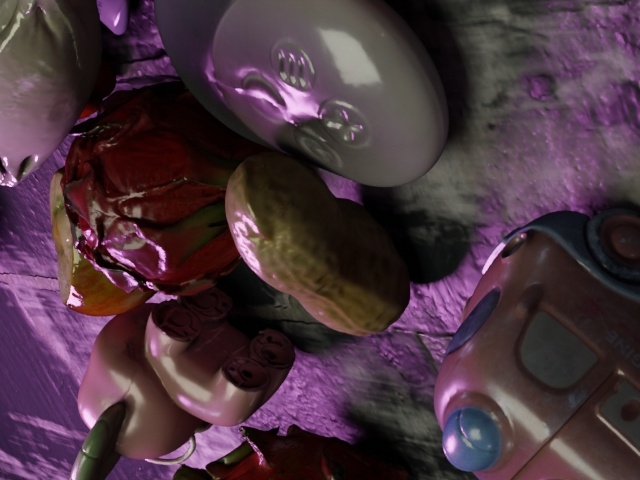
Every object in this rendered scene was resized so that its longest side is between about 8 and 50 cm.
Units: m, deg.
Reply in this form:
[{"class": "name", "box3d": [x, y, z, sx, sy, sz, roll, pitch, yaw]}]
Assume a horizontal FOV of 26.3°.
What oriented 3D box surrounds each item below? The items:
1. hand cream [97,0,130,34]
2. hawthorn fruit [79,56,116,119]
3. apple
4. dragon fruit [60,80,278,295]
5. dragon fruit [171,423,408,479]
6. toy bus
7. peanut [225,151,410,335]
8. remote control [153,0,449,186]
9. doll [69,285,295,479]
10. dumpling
[{"class": "hand cream", "box3d": [-0.294, -0.317, 1.454, 0.255, 0.048, 0.079, 41, 153, 11]}, {"class": "hawthorn fruit", "box3d": [-0.274, -0.178, 1.545, 0.093, 0.093, 0.093, 32, 145, 27]}, {"class": "apple", "box3d": [-0.249, -0.005, 1.611, 0.173, 0.160, 0.195, -39, 52, 45]}, {"class": "dragon fruit", "box3d": [-0.138, -0.060, 1.411, 0.293, 0.234, 0.234, -16, 114, 23]}, {"class": "dragon fruit", "box3d": [-0.039, 0.296, 1.635, 0.269, 0.200, 0.198, 18, 128, 39]}, {"class": "toy bus", "box3d": [0.218, 0.136, 1.108, 0.294, 0.232, 0.197, 43, 148, 10]}, {"class": "peanut", "box3d": [0.000, 0.000, 1.309, 0.111, 0.125, 0.274, -12, 149, 24]}, {"class": "remote control", "box3d": [-0.024, -0.157, 1.225, 0.332, 0.103, 0.221, 25, 146, 37]}, {"class": "doll", "box3d": [-0.184, 0.192, 1.662, 0.216, 0.284, 0.268, 36, 124, 13]}, {"class": "dumpling", "box3d": [-0.306, -0.227, 1.340, 0.341, 0.181, 0.260, 77, -178, -62]}]
